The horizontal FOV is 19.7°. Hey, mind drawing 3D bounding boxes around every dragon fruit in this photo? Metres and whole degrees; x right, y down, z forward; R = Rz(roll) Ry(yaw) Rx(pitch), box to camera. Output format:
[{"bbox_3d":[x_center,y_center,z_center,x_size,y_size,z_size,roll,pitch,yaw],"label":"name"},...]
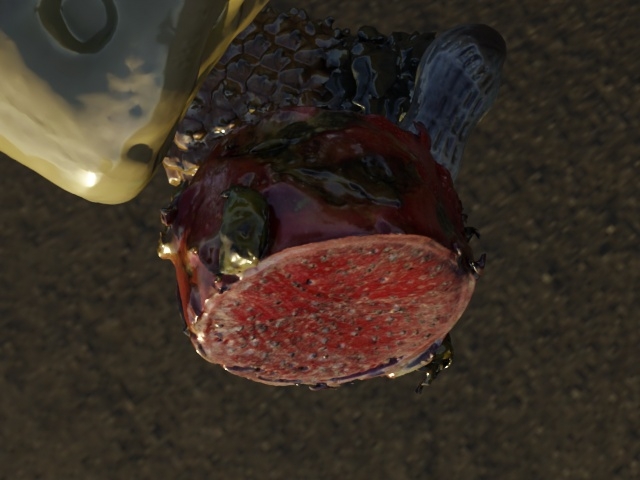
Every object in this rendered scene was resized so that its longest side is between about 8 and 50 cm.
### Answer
[{"bbox_3d":[0.000,0.000,1.238,0.211,0.282,0.147,-26,59,21],"label":"dragon fruit"}]

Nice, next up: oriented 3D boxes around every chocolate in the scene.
[{"bbox_3d":[0.101,-0.104,1.530,0.072,0.072,0.167,27,92,22],"label":"chocolate"}]

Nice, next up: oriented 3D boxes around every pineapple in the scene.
[{"bbox_3d":[0.005,-0.152,1.949,0.357,0.223,0.223,-6,107,29],"label":"pineapple"}]

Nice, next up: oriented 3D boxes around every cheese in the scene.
[{"bbox_3d":[-0.085,-0.120,0.843,0.117,0.218,0.235,35,155,-5],"label":"cheese"}]
